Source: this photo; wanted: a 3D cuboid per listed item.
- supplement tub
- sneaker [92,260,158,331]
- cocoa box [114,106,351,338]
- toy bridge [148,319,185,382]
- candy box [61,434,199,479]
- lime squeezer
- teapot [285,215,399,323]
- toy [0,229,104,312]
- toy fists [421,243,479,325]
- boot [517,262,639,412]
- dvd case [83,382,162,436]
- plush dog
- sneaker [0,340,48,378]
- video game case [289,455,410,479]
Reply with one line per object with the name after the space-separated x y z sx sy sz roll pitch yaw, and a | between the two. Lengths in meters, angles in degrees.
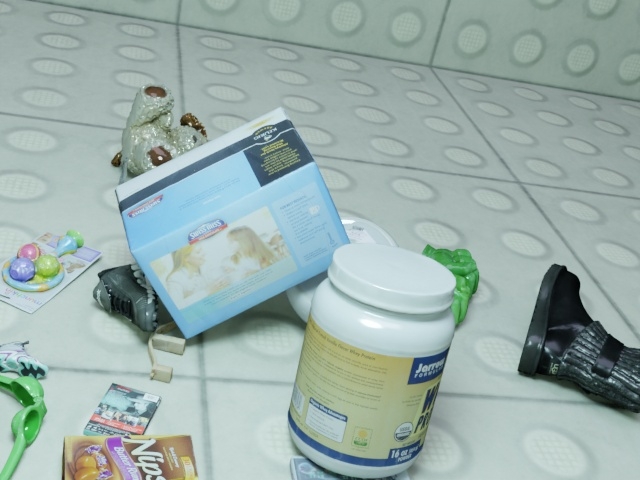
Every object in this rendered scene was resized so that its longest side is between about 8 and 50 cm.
0.082 0.184 1.355 0.228 0.316 0.228 10 20 -4 | supplement tub
-0.357 0.107 1.565 0.106 0.078 0.234 -6 24 -20 | sneaker
-0.154 -0.034 1.549 0.347 0.231 0.228 -26 38 -2 | cocoa box
-0.271 0.183 1.524 0.063 0.026 0.188 13 29 2 | toy bridge
-0.273 0.333 1.233 0.186 0.053 0.109 5 29 -20 | candy box
-0.461 0.257 1.278 0.109 0.059 0.310 -2 33 -27 | lime squeezer
0.044 0.089 1.684 0.252 0.187 0.256 -22 59 -10 | teapot
-0.532 0.038 1.633 0.136 0.056 0.237 19 29 12 | toy
0.264 0.093 1.856 0.142 0.096 0.279 22 28 11 | toy fists
0.561 0.197 1.762 0.260 0.131 0.348 15 39 16 | boot
-0.310 0.275 1.358 0.087 0.013 0.119 15 30 1 | dvd case
-0.361 -0.214 2.078 0.225 0.210 0.262 11 54 -35 | plush dog
-0.484 0.188 1.407 0.098 0.038 0.069 14 29 -1 | sneaker
0.057 0.397 1.299 0.190 0.022 0.173 6 29 -15 | video game case
